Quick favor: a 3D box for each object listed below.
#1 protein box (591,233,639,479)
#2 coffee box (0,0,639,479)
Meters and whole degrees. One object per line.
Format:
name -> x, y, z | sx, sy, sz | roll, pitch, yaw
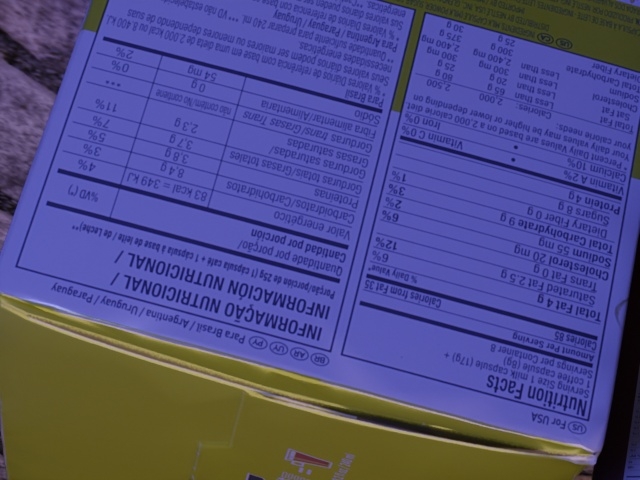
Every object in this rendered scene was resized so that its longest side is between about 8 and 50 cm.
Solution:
protein box -> 0.284, 0.125, 1.067 | 0.136, 0.201, 0.200 | -6, 146, 34
coffee box -> 0.000, 0.000, 1.077 | 0.338, 0.334, 0.337 | 15, 154, -2
